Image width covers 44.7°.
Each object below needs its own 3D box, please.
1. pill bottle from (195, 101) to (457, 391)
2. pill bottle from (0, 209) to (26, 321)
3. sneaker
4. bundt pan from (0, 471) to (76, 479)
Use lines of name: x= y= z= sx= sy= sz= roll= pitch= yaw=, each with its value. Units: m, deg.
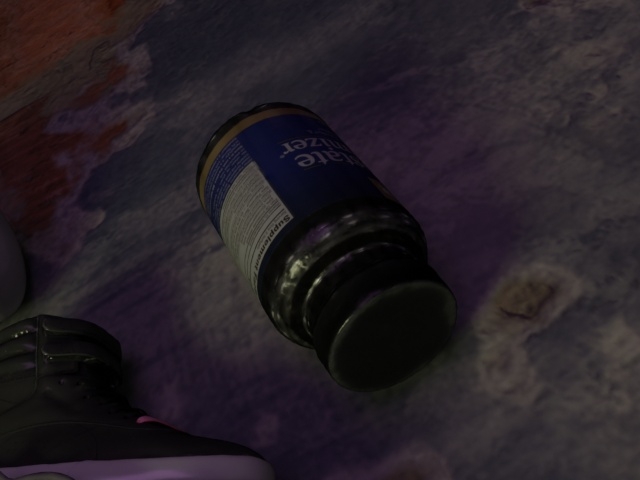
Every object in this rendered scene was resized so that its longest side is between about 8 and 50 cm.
pill bottle: x=0.000 y=0.000 z=0.563 sx=0.123 sy=0.122 sz=0.219 roll=-35 pitch=46 yaw=-3
pill bottle: x=-0.459 y=0.063 z=0.701 sx=0.334 sy=0.188 sz=0.187 roll=-29 pitch=45 yaw=3
sneaker: x=-0.158 y=0.118 z=0.555 sx=0.296 sy=0.104 sz=0.146 roll=-8 pitch=55 yaw=27
bundt pan: x=-0.201 y=0.284 z=0.379 sx=0.331 sy=0.124 sz=0.330 roll=-18 pitch=34 yaw=13
